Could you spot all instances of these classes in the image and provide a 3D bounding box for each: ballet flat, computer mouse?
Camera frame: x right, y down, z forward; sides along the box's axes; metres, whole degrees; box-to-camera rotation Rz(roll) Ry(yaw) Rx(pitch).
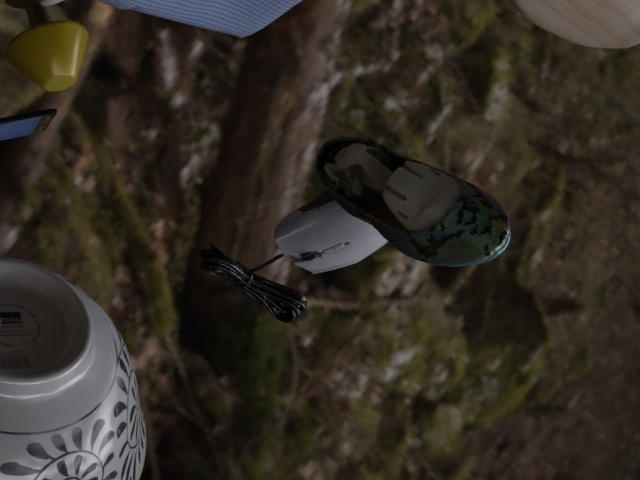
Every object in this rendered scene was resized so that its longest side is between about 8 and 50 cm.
[{"bbox_3d":[0.055,-0.032,0.976,0.070,0.070,0.188,-51,-145,-11],"label":"ballet flat"},{"bbox_3d":[0.000,0.000,1.136,0.193,0.106,0.042,-34,-148,26],"label":"computer mouse"}]

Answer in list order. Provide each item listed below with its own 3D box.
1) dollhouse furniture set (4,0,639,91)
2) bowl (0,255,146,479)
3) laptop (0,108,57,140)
[{"bbox_3d":[0.025,-0.132,0.747,0.303,0.198,0.286,-32,159,28],"label":"dollhouse furniture set"},{"bbox_3d":[-0.154,0.061,0.655,0.170,0.170,0.080,-46,168,-49],"label":"bowl"},{"bbox_3d":[-0.348,-0.013,1.184,0.264,0.137,0.234,-66,-168,-6],"label":"laptop"}]
